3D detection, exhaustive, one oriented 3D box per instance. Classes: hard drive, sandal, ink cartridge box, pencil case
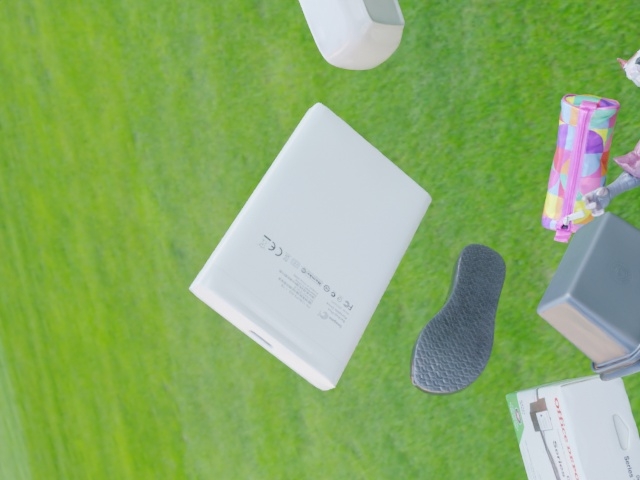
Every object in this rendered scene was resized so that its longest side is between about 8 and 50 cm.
[{"bbox_3d":[0.000,0.000,1.249,0.233,0.353,0.047,39,148,-13],"label":"hard drive"},{"bbox_3d":[0.194,0.115,1.211,0.097,0.254,0.054,30,143,4],"label":"sandal"},{"bbox_3d":[0.338,0.263,1.183,0.208,0.087,0.153,118,140,-74],"label":"ink cartridge box"},{"bbox_3d":[0.427,-0.121,1.458,0.104,0.105,0.236,27,120,50],"label":"pencil case"}]

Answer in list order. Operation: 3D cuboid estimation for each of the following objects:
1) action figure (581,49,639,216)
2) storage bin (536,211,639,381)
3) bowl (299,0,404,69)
[{"bbox_3d":[0.481,-0.109,1.068,0.248,0.276,0.370,108,149,-63],"label":"action figure"},{"bbox_3d":[0.261,0.046,0.810,0.091,0.135,0.098,36,154,-3],"label":"storage bin"},{"bbox_3d":[0.031,-0.241,0.866,0.053,0.142,0.142,-19,91,29],"label":"bowl"}]
